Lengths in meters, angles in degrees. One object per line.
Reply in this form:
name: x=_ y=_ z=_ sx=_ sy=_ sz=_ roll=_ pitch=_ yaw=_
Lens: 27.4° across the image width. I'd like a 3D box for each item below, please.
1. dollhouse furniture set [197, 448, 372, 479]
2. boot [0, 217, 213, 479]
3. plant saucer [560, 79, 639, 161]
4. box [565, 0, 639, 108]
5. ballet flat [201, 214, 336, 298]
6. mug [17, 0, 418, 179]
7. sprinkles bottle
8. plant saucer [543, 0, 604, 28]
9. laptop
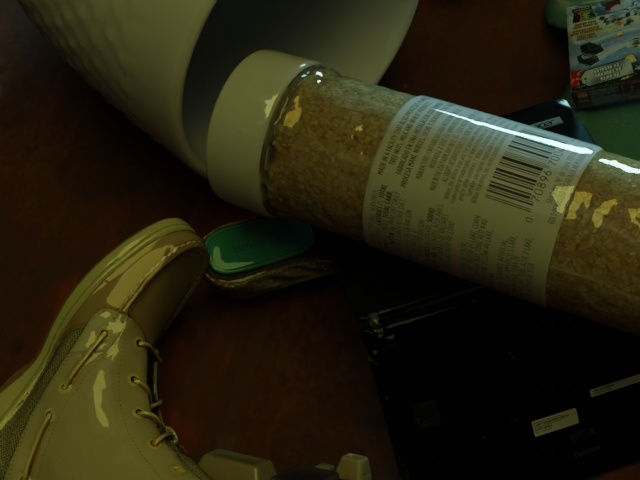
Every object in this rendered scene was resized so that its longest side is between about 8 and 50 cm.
dollhouse furniture set: x=-0.033 y=0.200 z=0.983 sx=0.114 sy=0.091 sz=0.081 roll=8 pitch=100 yaw=30
boot: x=-0.121 y=0.128 z=0.948 sx=0.203 sy=0.095 sz=0.262 roll=33 pitch=76 yaw=28
plant saucer: x=0.336 y=-0.094 z=1.070 sx=0.318 sy=0.043 sz=0.317 roll=-12 pitch=57 yaw=18
box: x=0.276 y=-0.165 z=1.095 sx=0.137 sy=0.027 sz=0.094 roll=-8 pitch=56 yaw=19
ballet flat: x=0.000 y=0.000 z=1.065 sx=0.206 sy=0.067 sz=0.073 roll=-10 pitch=68 yaw=-8
mug: x=-0.091 y=-0.260 z=1.130 sx=0.328 sy=0.276 sz=0.374 roll=39 pitch=37 yaw=26
sprinkles bottle: x=0.096 y=-0.034 z=0.923 sx=0.355 sy=0.121 sz=0.121 roll=19 pitch=61 yaw=22
plant saucer: x=0.257 y=-0.229 z=1.185 sx=0.119 sy=0.021 sz=0.119 roll=-17 pitch=30 yaw=10
laptop: x=0.135 y=0.052 z=1.016 sx=0.234 sy=0.136 sz=0.264 roll=-17 pitch=103 yaw=-7
